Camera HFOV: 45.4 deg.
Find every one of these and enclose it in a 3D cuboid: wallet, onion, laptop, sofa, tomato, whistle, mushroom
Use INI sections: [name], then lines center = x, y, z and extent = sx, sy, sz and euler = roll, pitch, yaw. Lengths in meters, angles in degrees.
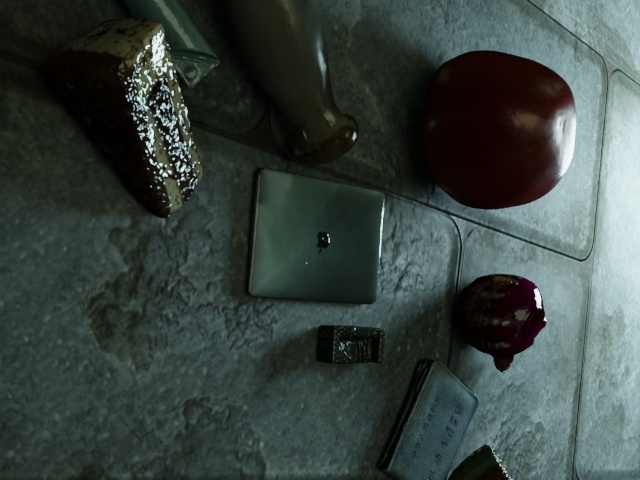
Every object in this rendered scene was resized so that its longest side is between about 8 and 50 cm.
[wallet]
center = 0.194, 0.331, 1.337
extent = 0.167, 0.036, 0.222
euler = 45, 61, -34
[onion]
center = 0.351, 0.161, 1.420
extent = 0.173, 0.135, 0.198
euler = -33, 114, -35
[laptop]
center = 0.000, 0.000, 1.171
extent = 0.269, 0.015, 0.187
euler = 8, 85, -43
[sofa]
center = 0.049, 0.164, 1.201
extent = 0.118, 0.039, 0.060
euler = 9, 84, -43
[tomato]
center = 0.319, -0.192, 1.332
extent = 0.299, 0.226, 0.298
euler = 2, 88, -47
[whistle]
center = -0.230, -0.326, 0.926
extent = 0.062, 0.062, 0.312
euler = -53, 123, -30
[mushroom]
center = -0.047, -0.268, 1.056
extent = 0.128, 0.128, 0.350
euler = -42, 119, -35

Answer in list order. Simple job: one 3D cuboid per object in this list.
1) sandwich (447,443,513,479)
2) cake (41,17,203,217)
[sandwich]
center = 0.270, 0.476, 1.333
extent = 0.235, 0.159, 0.079
euler = -46, 134, -14
[cake]
center = -0.198, -0.139, 0.905
extent = 0.112, 0.135, 0.246
euler = -51, 122, -32
